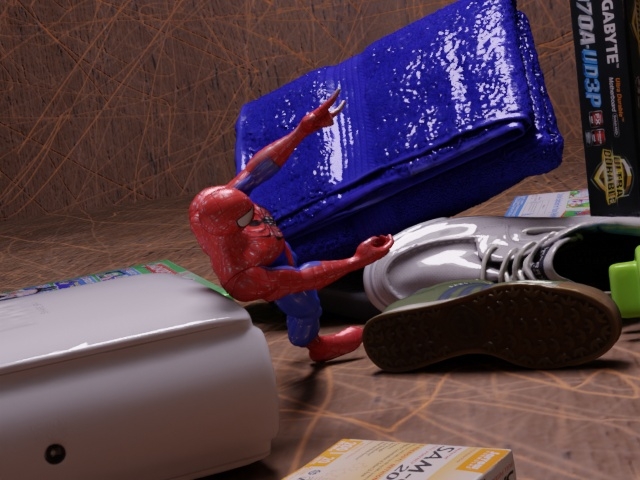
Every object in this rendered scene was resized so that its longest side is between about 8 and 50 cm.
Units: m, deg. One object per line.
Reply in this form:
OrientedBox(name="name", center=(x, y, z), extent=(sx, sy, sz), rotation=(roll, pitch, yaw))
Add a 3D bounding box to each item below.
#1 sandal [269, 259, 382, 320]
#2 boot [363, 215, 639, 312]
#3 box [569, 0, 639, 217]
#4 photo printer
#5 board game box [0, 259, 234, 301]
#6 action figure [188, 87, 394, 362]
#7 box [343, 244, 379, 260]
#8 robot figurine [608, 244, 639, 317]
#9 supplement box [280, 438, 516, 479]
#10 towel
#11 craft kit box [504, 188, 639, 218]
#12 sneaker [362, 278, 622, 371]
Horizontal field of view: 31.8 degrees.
OrientedBox(name="sandal", center=(-0.006, 0.052, 1.095), extent=(0.097, 0.054, 0.254), rotation=(-25, 26, -39))
OrientedBox(name="boot", center=(0.166, 0.016, 0.916), extent=(0.258, 0.095, 0.123), rotation=(-8, -4, -2))
OrientedBox(name="box", center=(0.293, -0.137, 1.040), extent=(0.051, 0.220, 0.175), rotation=(-4, 4, 35))
OrientedBox(name="photo printer", center=(-0.209, 0.102, 0.707), extent=(0.307, 0.107, 0.256), rotation=(-11, 8, -19))
OrientedBox(name="board game box", center=(-0.227, 0.075, 1.158), extent=(0.213, 0.046, 0.317), rotation=(-10, 8, -17))
OrientedBox(name="action figure", center=(0.000, 0.000, 0.777), extent=(0.139, 0.091, 0.280), rotation=(-33, -21, 5))
OrientedBox(name="box", center=(0.034, -0.027, 1.179), extent=(0.156, 0.158, 0.093), rotation=(-3, 9, 39))
OrientedBox(name="robot figurine", center=(0.272, 0.032, 0.823), extent=(0.115, 0.067, 0.101), rotation=(-7, -4, 12))
OrientedBox(name="supplement box", center=(0.037, 0.123, 0.536), extent=(0.098, 0.036, 0.062), rotation=(-3, 10, 34))
OrientedBox(name="towel", center=(0.057, -0.105, 1.042), extent=(0.308, 0.228, 0.076), rotation=(-23, -38, 20))
OrientedBox(name="craft kit box", center=(0.326, -0.022, 1.215), extent=(0.246, 0.061, 0.250), rotation=(-9, 7, 16))
OrientedBox(name="sneaker", center=(0.131, 0.053, 0.830), extent=(0.192, 0.064, 0.086), rotation=(-8, 12, 29))
